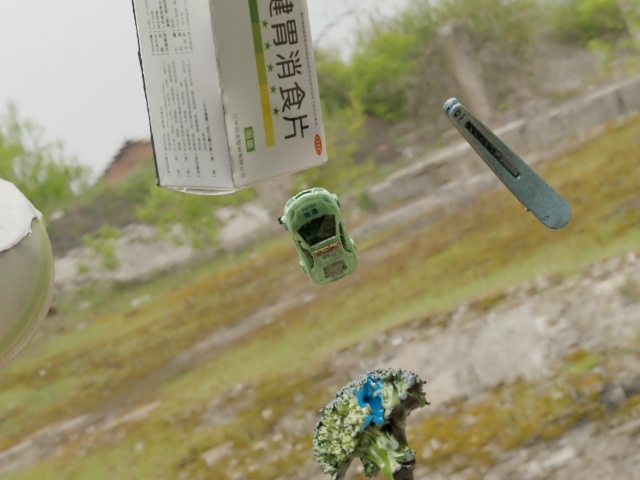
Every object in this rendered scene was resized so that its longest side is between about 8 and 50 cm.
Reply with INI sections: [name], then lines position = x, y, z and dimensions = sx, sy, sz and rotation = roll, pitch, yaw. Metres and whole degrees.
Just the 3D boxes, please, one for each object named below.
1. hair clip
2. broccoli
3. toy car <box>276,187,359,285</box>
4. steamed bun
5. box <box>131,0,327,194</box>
[hair clip]
position = 0.225, -0.105, 1.820
dimensions = 0.048, 0.275, 0.083
rotation = -44, 41, 10
[broccoli]
position = 0.076, 0.253, 1.884
dimensions = 0.167, 0.160, 0.154
rotation = -26, -37, -19
[toy car]
position = 0.000, 0.000, 2.065
dimensions = 0.093, 0.058, 0.186
rotation = -23, -42, -1
[steamed bun]
position = -0.499, 0.074, 1.870
dimensions = 0.309, 0.309, 0.309
rotation = -23, 3, 1
[box]
position = -0.116, -0.235, 1.757
dimensions = 0.145, 0.333, 0.173
rotation = 3, 15, 41
